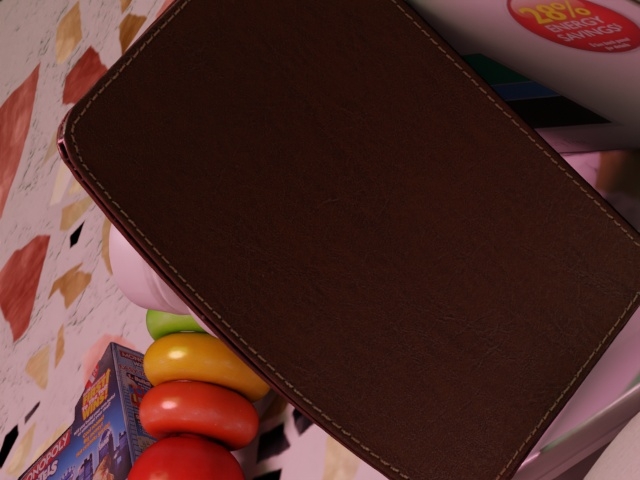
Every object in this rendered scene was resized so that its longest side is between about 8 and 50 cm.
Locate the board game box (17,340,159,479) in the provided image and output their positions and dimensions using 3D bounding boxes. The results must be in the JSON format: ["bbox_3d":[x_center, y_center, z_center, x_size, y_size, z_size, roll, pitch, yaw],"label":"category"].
[{"bbox_3d":[-0.175,0.190,1.569,0.194,0.060,0.194,-44,32,33],"label":"board game box"}]

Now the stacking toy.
[{"bbox_3d":[-0.083,0.070,1.446,0.141,0.141,0.330,-21,53,53],"label":"stacking toy"}]

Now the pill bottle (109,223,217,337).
[{"bbox_3d":[-0.023,0.009,1.301,0.229,0.131,0.131,7,71,35],"label":"pill bottle"}]

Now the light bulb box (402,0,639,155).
[{"bbox_3d":[0.176,-0.255,1.165,0.358,0.225,0.361,0,68,59],"label":"light bulb box"}]

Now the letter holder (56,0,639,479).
[{"bbox_3d":[0.000,0.000,1.084,0.214,0.302,0.152,-50,9,-25],"label":"letter holder"}]

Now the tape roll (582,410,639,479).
[{"bbox_3d":[0.220,0.216,0.856,0.392,0.072,0.392,-39,36,37],"label":"tape roll"}]

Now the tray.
[{"bbox_3d":[0.163,0.074,1.080,0.270,0.030,0.145,-41,11,37],"label":"tray"}]
